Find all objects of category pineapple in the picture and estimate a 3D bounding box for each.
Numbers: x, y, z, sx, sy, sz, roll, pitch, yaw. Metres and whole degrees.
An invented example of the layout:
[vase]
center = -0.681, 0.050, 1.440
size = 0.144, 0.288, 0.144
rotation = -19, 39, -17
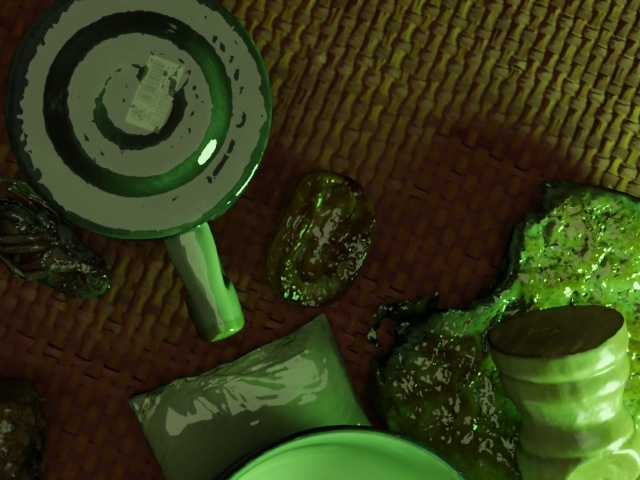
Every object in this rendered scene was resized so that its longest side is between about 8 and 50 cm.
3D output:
[pineapple]
center = -0.313, 0.262, 1.416
size = 0.119, 0.111, 0.237
rotation = -2, 101, 25

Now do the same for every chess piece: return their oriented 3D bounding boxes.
[chess piece]
center = 0.258, 0.220, 1.415
size = 0.137, 0.137, 0.301
rotation = -14, 107, -7

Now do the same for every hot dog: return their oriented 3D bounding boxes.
[hot dog]
center = -0.002, -0.001, 1.467
size = 0.099, 0.065, 0.147
rotation = 25, 86, -16

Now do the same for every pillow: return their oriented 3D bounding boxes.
[pillow]
center = -0.069, 0.184, 1.470
size = 0.229, 0.050, 0.148
rotation = -22, 100, -6

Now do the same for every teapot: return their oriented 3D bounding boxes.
[teapot]
center = -0.138, -0.089, 1.362
size = 0.321, 0.239, 0.239
rotation = 42, 87, -1

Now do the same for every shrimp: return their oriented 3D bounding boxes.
[shrimp]
center = -0.293, -0.007, 1.430
size = 0.190, 0.075, 0.073
rotation = 42, 118, 4

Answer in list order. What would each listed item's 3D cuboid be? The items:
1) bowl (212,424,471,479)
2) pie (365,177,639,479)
[bowl]
center = -0.002, 0.351, 1.396
size = 0.354, 0.185, 0.354
rotation = 1, 87, -17
[pie]
center = 0.239, 0.114, 1.493
size = 0.371, 0.078, 0.296
rotation = -39, 94, -3
